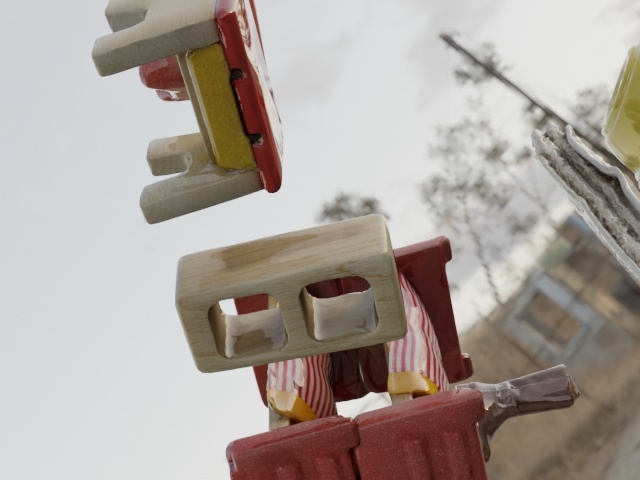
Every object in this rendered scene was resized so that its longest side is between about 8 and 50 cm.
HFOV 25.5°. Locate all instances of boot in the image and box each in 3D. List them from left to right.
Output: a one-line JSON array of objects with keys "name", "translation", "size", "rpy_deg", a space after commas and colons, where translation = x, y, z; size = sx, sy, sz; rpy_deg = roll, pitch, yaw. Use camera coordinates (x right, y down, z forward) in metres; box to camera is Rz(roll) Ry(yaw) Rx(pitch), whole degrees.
[{"name": "boot", "translation": [0.187, 0.158, 1.295], "size": [0.114, 0.106, 0.037], "rpy_deg": [-8, -52, 0]}]

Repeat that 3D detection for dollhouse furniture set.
[{"name": "dollhouse furniture set", "translation": [0.000, 0.000, 0.837], "size": [0.201, 0.152, 0.374], "rpy_deg": [-94, -9, -59]}]

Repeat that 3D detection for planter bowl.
[{"name": "planter bowl", "translation": [0.349, -0.144, 1.471], "size": [0.217, 0.090, 0.217], "rpy_deg": [19, -90, -84]}]

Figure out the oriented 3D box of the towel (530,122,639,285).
[{"name": "towel", "translation": [0.280, 0.027, 1.141], "size": [0.049, 0.282, 0.187], "rpy_deg": [-40, -40, 9]}]
